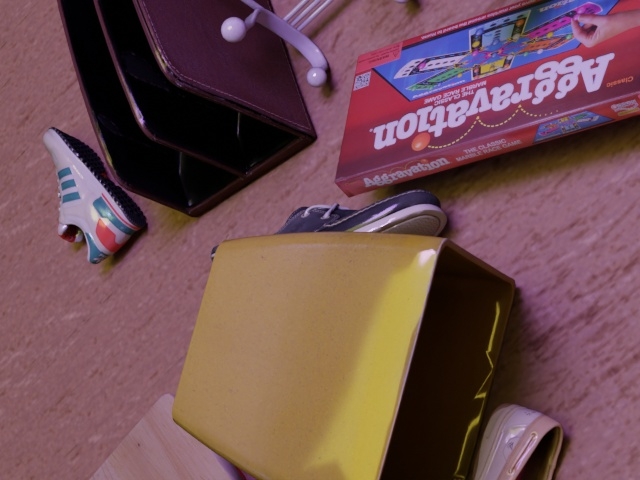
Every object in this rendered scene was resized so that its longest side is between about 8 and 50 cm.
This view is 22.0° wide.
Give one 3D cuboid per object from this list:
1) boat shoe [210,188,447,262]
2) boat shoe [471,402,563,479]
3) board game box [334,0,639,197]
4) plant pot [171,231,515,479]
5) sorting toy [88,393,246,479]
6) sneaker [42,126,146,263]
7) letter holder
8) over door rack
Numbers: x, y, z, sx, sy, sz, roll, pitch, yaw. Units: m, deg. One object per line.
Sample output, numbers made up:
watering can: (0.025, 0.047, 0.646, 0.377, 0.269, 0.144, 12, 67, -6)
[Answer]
boat shoe: (0.000, 0.000, 1.402, 0.233, 0.084, 0.079, -24, 63, 31)
boat shoe: (0.143, 0.209, 1.253, 0.059, 0.063, 0.170, 7, 81, 43)
board game box: (0.143, -0.130, 1.340, 0.281, 0.027, 0.145, -15, 48, 32)
plant pot: (0.012, 0.097, 1.260, 0.187, 0.212, 0.212, 13, 85, 23)
sorting toy: (-0.119, 0.311, 1.396, 0.255, 0.089, 0.257, -49, 54, 14)
sneaker: (-0.238, -0.043, 1.601, 0.075, 0.057, 0.161, -48, 58, 8)
letter holder: (-0.162, -0.206, 1.492, 0.152, 0.214, 0.302, -32, 61, 25)
over door rack: (-0.034, -0.293, 1.361, 0.239, 0.324, 0.108, -43, 32, 18)
